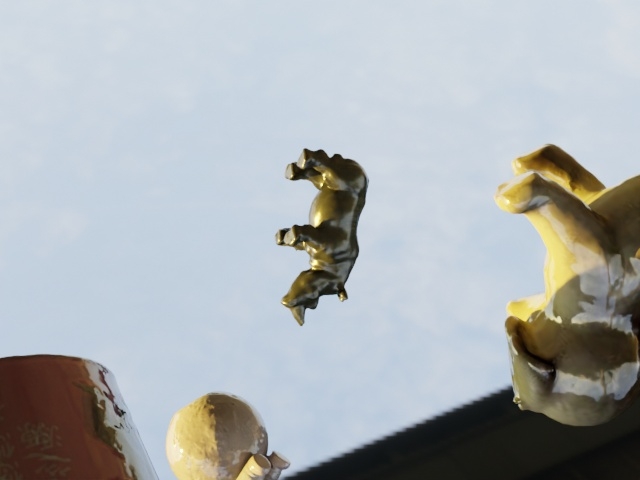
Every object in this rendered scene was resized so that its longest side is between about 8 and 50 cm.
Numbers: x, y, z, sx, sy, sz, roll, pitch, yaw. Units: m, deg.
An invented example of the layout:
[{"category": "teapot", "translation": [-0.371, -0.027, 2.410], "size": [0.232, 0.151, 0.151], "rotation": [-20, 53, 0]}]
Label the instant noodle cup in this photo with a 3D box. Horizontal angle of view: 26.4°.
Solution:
[{"category": "instant noodle cup", "translation": [-0.174, 0.180, 0.748], "size": [0.235, 0.234, 0.178], "rotation": [-13, -115, -17]}]

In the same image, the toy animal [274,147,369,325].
[{"category": "toy animal", "translation": [0.000, 0.000, 1.047], "size": [0.065, 0.135, 0.047], "rotation": [11, 179, -19]}]

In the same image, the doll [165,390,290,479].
[{"category": "doll", "translation": [-0.098, 0.345, 1.847], "size": [0.151, 0.151, 0.287], "rotation": [-23, -110, -31]}]

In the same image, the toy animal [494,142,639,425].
[{"category": "toy animal", "translation": [0.194, 0.002, 0.862], "size": [0.233, 0.168, 0.121], "rotation": [-38, -174, 12]}]
